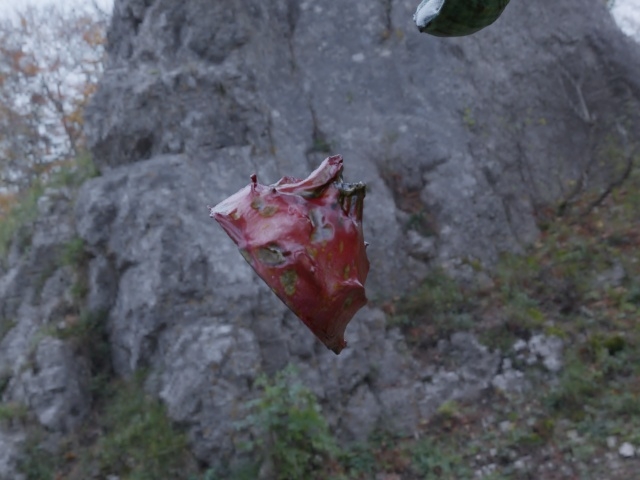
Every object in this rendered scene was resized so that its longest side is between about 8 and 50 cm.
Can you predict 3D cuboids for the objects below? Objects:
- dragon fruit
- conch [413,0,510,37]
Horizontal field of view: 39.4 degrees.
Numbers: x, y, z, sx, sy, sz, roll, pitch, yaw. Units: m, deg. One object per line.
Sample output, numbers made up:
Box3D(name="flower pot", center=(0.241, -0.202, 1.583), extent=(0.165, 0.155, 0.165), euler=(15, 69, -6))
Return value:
Box3D(name="dragon fruit", center=(0.000, 0.000, 0.691), extent=(0.111, 0.153, 0.153), euler=(-40, -15, 1))
Box3D(name="conch", center=(0.208, -0.369, 1.209), extent=(0.122, 0.188, 0.176), euler=(24, 32, 16))
